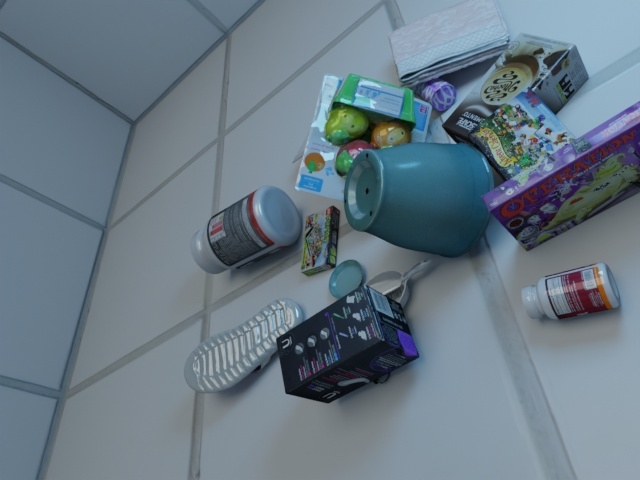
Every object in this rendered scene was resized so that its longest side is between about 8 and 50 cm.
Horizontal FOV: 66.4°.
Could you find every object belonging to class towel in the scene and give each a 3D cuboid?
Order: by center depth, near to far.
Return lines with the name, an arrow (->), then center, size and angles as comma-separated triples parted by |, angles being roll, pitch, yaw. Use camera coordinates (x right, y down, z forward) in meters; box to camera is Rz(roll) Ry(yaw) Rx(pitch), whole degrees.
towel -> 0.372, -0.602, 1.457 | 0.332, 0.053, 0.317 | -16, 45, 17

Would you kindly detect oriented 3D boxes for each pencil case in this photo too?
pencil case -> 0.324, -0.464, 1.462 | 0.086, 0.088, 0.206 | -37, 42, 7

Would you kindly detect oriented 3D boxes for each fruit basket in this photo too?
fruit basket -> 0.127, -0.267, 1.342 | 0.165, 0.327, 0.353 | 116, 169, -73

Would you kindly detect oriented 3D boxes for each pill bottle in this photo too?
pill bottle -> 0.464, 0.100, 0.914 | 0.152, 0.086, 0.086 | -21, 50, 36
pill bottle -> -0.261, -0.023, 1.654 | 0.363, 0.210, 0.210 | -25, 48, 32

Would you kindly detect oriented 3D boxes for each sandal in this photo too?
sandal -> -0.217, 0.329, 1.456 | 0.416, 0.102, 0.169 | -32, 58, 9

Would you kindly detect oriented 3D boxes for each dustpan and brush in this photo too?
dustpan and brush -> 0.190, 0.110, 1.207 | 0.211, 0.060, 0.147 | -32, 39, 16

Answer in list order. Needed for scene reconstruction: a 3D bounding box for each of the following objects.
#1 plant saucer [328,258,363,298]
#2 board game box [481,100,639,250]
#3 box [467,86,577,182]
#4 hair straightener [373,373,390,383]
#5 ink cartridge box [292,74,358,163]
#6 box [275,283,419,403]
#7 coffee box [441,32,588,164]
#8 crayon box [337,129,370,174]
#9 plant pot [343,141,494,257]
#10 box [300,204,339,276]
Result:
plant saucer -> 0.075, 0.110, 1.362 | 0.119, 0.021, 0.119 | -26, 46, 31
board game box -> 0.507, -0.117, 0.928 | 0.347, 0.208, 0.056 | -34, 43, 26
box -> 0.457, -0.193, 1.060 | 0.159, 0.044, 0.233 | -37, 73, 11
hair straightener -> 0.108, 0.255, 1.202 | 0.089, 0.047, 0.230 | -47, 39, 11
ink cartridge box -> 0.030, -0.386, 1.648 | 0.261, 0.066, 0.296 | -65, 18, -14
box -> 0.056, 0.242, 1.109 | 0.270, 0.165, 0.143 | -34, 49, 22
coffee box -> 0.469, -0.338, 1.196 | 0.297, 0.119, 0.168 | -50, 40, 7
crayon box -> 0.128, -0.333, 1.531 | 0.278, 0.081, 0.165 | -54, 14, 2
plant pot -> 0.201, -0.104, 1.116 | 0.271, 0.255, 0.272 | -175, 90, -67
box -> 0.000, 0.000, 1.506 | 0.114, 0.036, 0.207 | -21, 49, 35
